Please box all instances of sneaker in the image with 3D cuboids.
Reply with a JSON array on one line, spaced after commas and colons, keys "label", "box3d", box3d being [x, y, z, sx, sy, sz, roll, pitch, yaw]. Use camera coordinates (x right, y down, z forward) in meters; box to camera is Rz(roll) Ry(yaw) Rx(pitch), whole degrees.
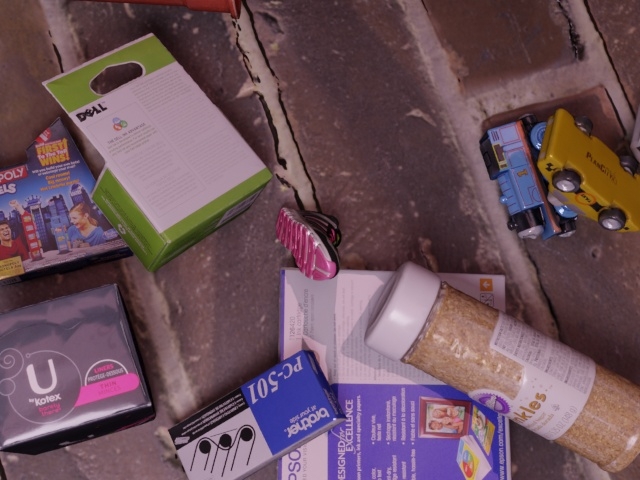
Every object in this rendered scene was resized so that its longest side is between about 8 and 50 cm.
[{"label": "sneaker", "box3d": [0.000, 0.000, 1.280, 0.074, 0.170, 0.063, -2, 112, -21]}]

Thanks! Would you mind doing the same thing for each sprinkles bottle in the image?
[{"label": "sprinkles bottle", "box3d": [0.234, 0.156, 1.217, 0.355, 0.121, 0.121, 28, 75, -1]}]

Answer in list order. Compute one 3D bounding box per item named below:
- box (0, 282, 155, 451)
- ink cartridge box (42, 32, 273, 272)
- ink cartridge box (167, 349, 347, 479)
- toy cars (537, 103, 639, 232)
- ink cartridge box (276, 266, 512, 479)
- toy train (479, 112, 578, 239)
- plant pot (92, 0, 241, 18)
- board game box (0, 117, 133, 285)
[{"label": "box", "box3d": [-0.287, 0.157, 1.132, 0.165, 0.270, 0.143, -16, 79, -11]}, {"label": "ink cartridge box", "box3d": [-0.217, -0.119, 1.267, 0.188, 0.097, 0.255, -35, 83, -35]}, {"label": "ink cartridge box", "box3d": [-0.079, 0.228, 1.211, 0.207, 0.046, 0.097, -32, 71, 11]}, {"label": "toy cars", "box3d": [0.418, -0.100, 1.343, 0.393, 0.087, 0.177, -13, 86, -38]}, {"label": "ink cartridge box", "box3d": [0.094, 0.190, 1.287, 0.307, 0.072, 0.304, 2, 78, -5]}, {"label": "toy train", "box3d": [0.295, -0.085, 1.373, 0.105, 0.080, 0.184, -17, 83, -3]}, {"label": "plant pot", "box3d": [-0.246, -0.425, 1.292, 0.265, 0.272, 0.272, -3, 77, 0]}, {"label": "board game box", "box3d": [-0.363, -0.052, 1.278, 0.194, 0.060, 0.194, -14, 79, -11]}]
